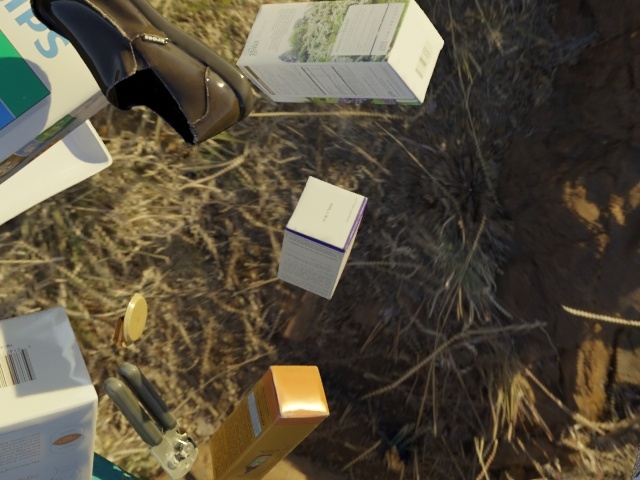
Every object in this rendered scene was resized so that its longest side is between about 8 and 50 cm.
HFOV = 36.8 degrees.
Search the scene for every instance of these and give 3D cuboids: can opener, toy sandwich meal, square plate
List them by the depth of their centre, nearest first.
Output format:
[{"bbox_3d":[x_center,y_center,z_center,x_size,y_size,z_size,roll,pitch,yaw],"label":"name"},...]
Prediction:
[{"bbox_3d":[-0.294,0.121,1.480,0.029,0.085,0.085,9,94,12],"label":"toy sandwich meal"},{"bbox_3d":[-0.316,0.330,1.761,0.076,0.095,0.283,-48,129,-27],"label":"can opener"},{"bbox_3d":[-0.627,-0.207,1.801,0.347,0.049,0.344,-32,95,-17],"label":"square plate"}]

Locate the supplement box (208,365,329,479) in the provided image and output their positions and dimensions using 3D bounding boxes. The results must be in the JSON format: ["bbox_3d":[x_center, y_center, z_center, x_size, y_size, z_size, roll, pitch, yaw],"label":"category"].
[{"bbox_3d":[-0.077,0.258,1.325,0.233,0.078,0.080,-53,43,43],"label":"supplement box"}]

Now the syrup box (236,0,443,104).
[{"bbox_3d":[0.021,-0.235,1.205,0.237,0.096,0.093,7,68,37],"label":"syrup box"}]

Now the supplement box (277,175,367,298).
[{"bbox_3d":[0.000,0.000,1.696,0.114,0.220,0.111,21,63,5],"label":"supplement box"}]

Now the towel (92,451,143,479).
[{"bbox_3d":[-0.325,0.541,1.702,0.271,0.370,0.040,38,101,-27],"label":"towel"}]

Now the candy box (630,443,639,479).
[{"bbox_3d":[0.534,0.333,1.358,0.165,0.196,0.070,34,111,14],"label":"candy box"}]

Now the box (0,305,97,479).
[{"bbox_3d":[-0.457,0.280,1.403,0.215,0.345,0.168,-12,54,-26],"label":"box"}]

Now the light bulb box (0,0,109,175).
[{"bbox_3d":[-0.426,-0.145,1.031,0.361,0.358,0.225,-38,101,-5],"label":"light bulb box"}]

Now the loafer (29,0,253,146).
[{"bbox_3d":[-0.163,-0.156,0.810,0.220,0.080,0.078,32,62,8],"label":"loafer"}]
